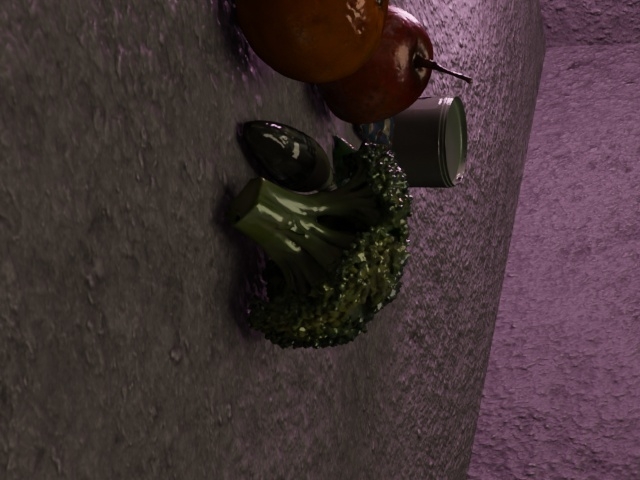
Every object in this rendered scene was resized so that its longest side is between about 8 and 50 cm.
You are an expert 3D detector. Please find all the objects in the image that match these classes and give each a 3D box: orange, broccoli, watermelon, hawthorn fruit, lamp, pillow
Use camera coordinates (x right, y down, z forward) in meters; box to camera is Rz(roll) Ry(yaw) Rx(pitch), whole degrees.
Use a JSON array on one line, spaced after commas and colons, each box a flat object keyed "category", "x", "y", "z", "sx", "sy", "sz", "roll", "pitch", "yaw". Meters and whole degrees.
[{"category": "orange", "x": -0.011, "y": -0.381, "z": 1.359, "sx": 0.261, "sy": 0.261, "sz": 0.261, "roll": 2, "pitch": 90, "yaw": -66}, {"category": "broccoli", "x": 0.019, "y": 0.013, "z": 1.381, "sx": 0.375, "sy": 0.249, "sz": 0.302, "roll": -55, "pitch": 146, "yaw": 3}, {"category": "watermelon", "x": 0.076, "y": -0.137, "z": 1.778, "sx": 0.080, "sy": 0.101, "sz": 0.155, "roll": -42, "pitch": 140, "yaw": -73}, {"category": "hawthorn fruit", "x": 0.104, "y": -0.354, "z": 1.640, "sx": 0.235, "sy": 0.263, "sz": 0.231, "roll": 47, "pitch": 21, "yaw": -23}, {"category": "lamp", "x": -0.050, "y": -0.141, "z": 1.463, "sx": 0.250, "sy": 0.101, "sz": 0.101, "roll": 26, "pitch": 68, "yaw": -53}, {"category": "pillow", "x": 0.131, "y": -0.337, "z": 1.924, "sx": 0.189, "sy": 0.034, "sz": 0.256, "roll": 26, "pitch": 68, "yaw": -64}]

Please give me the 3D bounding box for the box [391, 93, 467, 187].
[{"category": "box", "x": 0.263, "y": -0.242, "z": 2.092, "sx": 0.226, "sy": 0.149, "sz": 0.226, "roll": 2, "pitch": 90, "yaw": -67}]
